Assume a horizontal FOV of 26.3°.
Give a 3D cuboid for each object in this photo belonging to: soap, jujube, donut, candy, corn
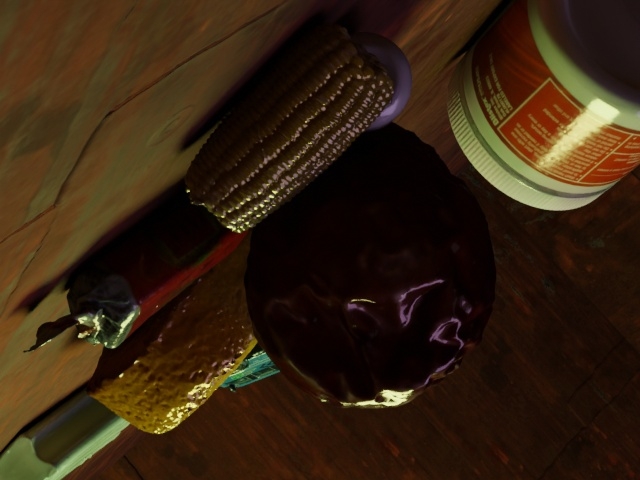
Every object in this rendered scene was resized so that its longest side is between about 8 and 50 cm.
[{"bbox_3d":[-0.303,0.237,1.676,0.119,0.066,0.198,-44,175,37],"label":"soap"},{"bbox_3d":[0.036,-0.001,1.164,0.216,0.216,0.342,-43,-165,14],"label":"jujube"},{"bbox_3d":[-0.130,0.080,1.373,0.253,0.118,0.253,-48,-171,10],"label":"donut"},{"bbox_3d":[-0.127,0.014,1.114,0.292,0.059,0.086,-40,174,-33],"label":"candy"},{"bbox_3d":[-0.025,-0.078,0.979,0.165,0.063,0.085,-42,140,14],"label":"corn"}]

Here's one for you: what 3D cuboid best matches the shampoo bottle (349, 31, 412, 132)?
[{"bbox_3d":[0.031,-0.120,1.099,0.074,0.074,0.192,-42,-179,0],"label":"shampoo bottle"}]

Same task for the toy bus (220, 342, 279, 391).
[{"bbox_3d":[-0.046,0.097,1.722,0.246,0.113,0.134,-23,157,11],"label":"toy bus"}]

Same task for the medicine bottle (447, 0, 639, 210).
[{"bbox_3d":[0.314,-0.197,1.649,0.252,0.252,0.241,-39,174,-37],"label":"medicine bottle"}]
